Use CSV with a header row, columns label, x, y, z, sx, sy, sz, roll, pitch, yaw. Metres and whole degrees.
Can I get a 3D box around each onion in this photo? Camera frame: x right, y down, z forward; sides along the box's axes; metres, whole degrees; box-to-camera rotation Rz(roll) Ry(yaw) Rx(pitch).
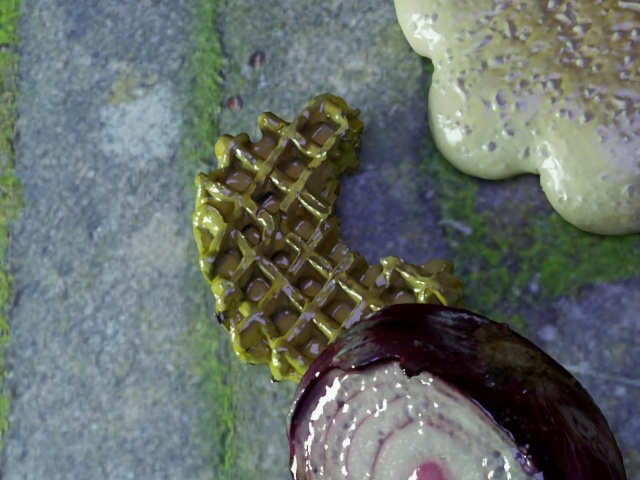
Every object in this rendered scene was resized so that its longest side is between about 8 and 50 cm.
label,x,y,z,sx,sy,sz,roll,pitch,yaw
onion,0.066,0.147,1.010,0.195,0.140,0.218,32,119,15

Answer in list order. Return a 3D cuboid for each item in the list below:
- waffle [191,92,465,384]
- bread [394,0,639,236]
label,x,y,z,sx,sy,sz,roll,pitch,yaw
waffle,0.001,0.002,1.120,0.149,0.051,0.194,-20,61,6
bread,0.194,-0.154,1.130,0.316,0.054,0.316,-4,70,11
